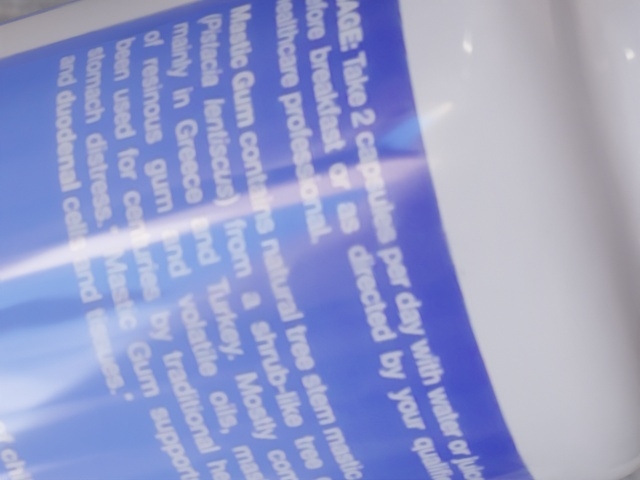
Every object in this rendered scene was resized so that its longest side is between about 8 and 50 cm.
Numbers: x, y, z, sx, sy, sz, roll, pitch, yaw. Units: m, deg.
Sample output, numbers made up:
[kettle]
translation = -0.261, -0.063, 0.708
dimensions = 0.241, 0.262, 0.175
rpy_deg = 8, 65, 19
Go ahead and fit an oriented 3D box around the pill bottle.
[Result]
[pill bottle]
translation = 0.000, 0.000, 0.457
dimensions = 0.272, 0.152, 0.152
rpy_deg = -14, 118, 13
